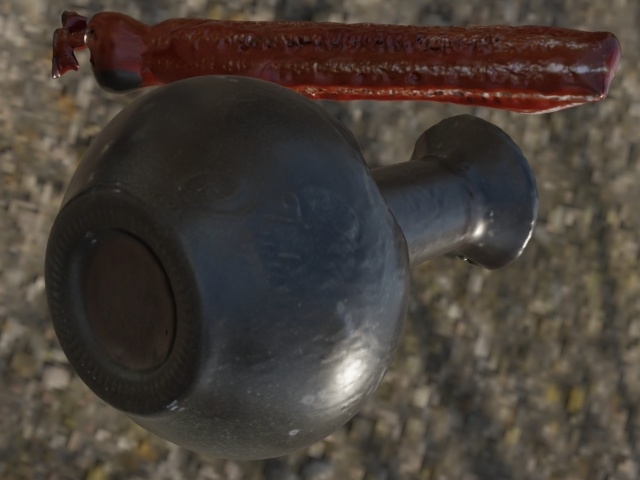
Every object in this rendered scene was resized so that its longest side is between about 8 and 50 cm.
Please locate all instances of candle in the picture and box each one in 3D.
[{"bbox_3d":[0.003,-0.099,1.039,0.048,0.329,0.051,-25,117,-71],"label":"candle"}]

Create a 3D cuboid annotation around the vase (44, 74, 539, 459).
[{"bbox_3d":[0.000,0.000,0.605,0.183,0.120,0.120,-17,115,-48],"label":"vase"}]
